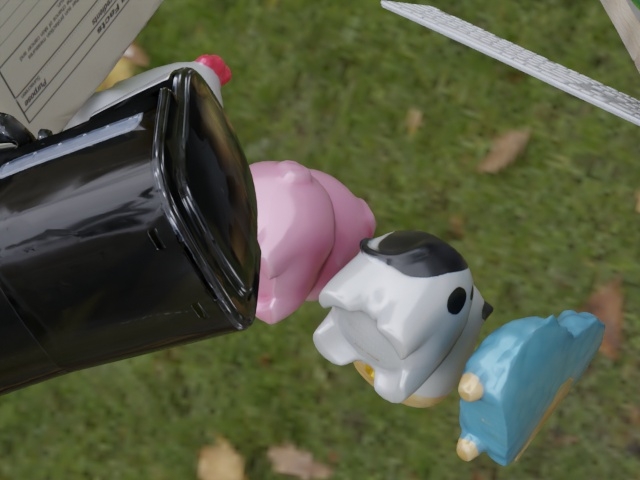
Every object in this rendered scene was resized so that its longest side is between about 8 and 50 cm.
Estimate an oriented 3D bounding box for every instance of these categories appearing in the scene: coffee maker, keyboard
[{"bbox_3d":[-0.121,0.018,0.877,0.178,0.120,0.171,-17,60,17],"label":"coffee maker"},{"bbox_3d":[0.160,-0.130,1.441,0.256,0.072,0.014,29,103,32],"label":"keyboard"}]

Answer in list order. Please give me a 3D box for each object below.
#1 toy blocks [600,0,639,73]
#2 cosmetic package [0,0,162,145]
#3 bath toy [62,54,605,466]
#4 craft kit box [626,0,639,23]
[{"bbox_3d":[0.300,-0.207,1.232,0.261,0.191,0.381,-105,27,-50],"label":"toy blocks"},{"bbox_3d":[-0.214,-0.198,1.072,0.129,0.296,0.153,22,63,28],"label":"cosmetic package"},{"bbox_3d":[0.000,0.000,1.195,0.348,0.129,0.151,33,150,17],"label":"bath toy"},{"bbox_3d":[0.234,-0.054,0.867,0.061,0.246,0.250,-43,70,2],"label":"craft kit box"}]
